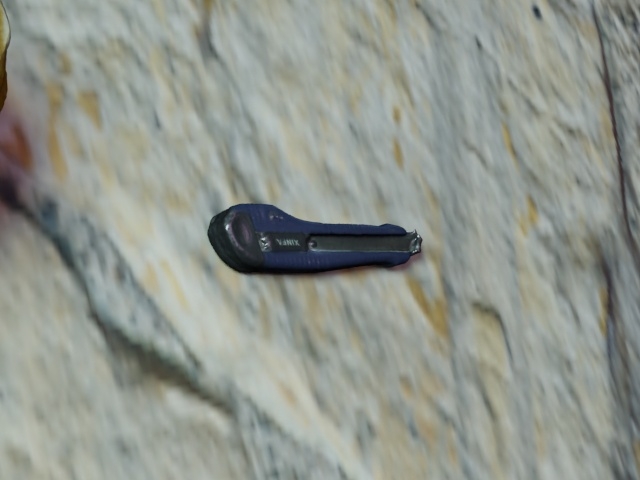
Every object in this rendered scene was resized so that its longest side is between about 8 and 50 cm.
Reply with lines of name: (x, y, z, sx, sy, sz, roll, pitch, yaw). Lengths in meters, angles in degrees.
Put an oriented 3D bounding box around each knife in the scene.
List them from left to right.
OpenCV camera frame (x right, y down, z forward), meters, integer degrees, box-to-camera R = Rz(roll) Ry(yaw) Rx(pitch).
knife: (0.000, 0.000, 0.675, 0.121, 0.018, 0.031, 1, 72, -39)

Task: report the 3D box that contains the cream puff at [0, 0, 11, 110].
cream puff: (-0.184, -0.063, 0.507, 0.143, 0.103, 0.126, -2, 78, -38)
